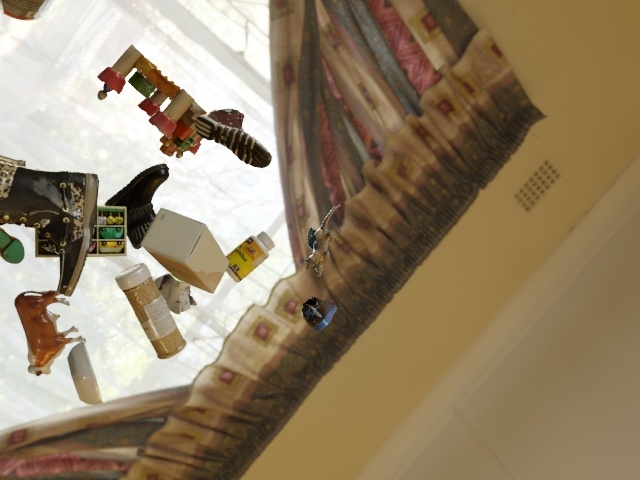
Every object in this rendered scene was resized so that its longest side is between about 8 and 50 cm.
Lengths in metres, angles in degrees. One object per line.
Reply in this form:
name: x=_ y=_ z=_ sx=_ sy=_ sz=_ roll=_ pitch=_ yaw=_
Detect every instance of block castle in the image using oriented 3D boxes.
block castle: x=-0.566 y=-0.457 z=1.809 sx=0.213 sy=0.303 sz=0.453 roll=-49 pitch=-179 yaw=0

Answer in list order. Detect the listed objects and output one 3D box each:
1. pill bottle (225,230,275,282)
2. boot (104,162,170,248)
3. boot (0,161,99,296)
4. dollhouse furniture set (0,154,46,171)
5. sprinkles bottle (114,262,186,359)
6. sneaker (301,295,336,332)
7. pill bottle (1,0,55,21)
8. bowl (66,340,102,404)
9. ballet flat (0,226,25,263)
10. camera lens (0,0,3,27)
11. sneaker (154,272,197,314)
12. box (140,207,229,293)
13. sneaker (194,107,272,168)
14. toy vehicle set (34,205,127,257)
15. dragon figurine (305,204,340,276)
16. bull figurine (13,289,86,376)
pill bottle: x=-0.284 y=0.059 z=2.017 sx=0.215 sy=0.117 sz=0.117 roll=-41 pitch=-158 yaw=-13
boot: x=-0.756 y=-0.152 z=2.280 sx=0.348 sy=0.260 sz=0.131 roll=-39 pitch=178 yaw=3
boot: x=-0.815 y=-0.039 z=1.483 sx=0.138 sy=0.284 sz=0.378 roll=6 pitch=-94 yaw=65
dollhouse furniture set: x=-1.138 y=-0.192 z=1.916 sx=0.151 sy=0.301 sz=0.198 roll=-52 pitch=-134 yaw=21
sprinkles bottle: x=-0.619 y=0.261 z=1.875 sx=0.121 sy=0.356 sz=0.121 roll=-20 pitch=-162 yaw=7
sneaker: x=-0.008 y=0.212 z=1.606 sx=0.081 sy=0.090 sz=0.232 roll=-38 pitch=-178 yaw=7
pill bottle: x=-0.828 y=-0.797 z=1.459 sx=0.362 sy=0.210 sz=0.210 roll=-8 pitch=-130 yaw=47
bowl: x=-0.627 y=0.355 z=1.350 sx=0.142 sy=0.053 sz=0.142 roll=42 pitch=-40 yaw=46
ballet flat: x=-1.033 y=0.002 z=1.658 sx=0.080 sy=0.073 sz=0.232 roll=-54 pitch=172 yaw=-27
camera lens: x=-0.831 y=-0.534 z=1.120 sx=0.219 sy=0.219 sz=0.274 roll=-56 pitch=-152 yaw=-5
sneaker: x=-0.653 y=0.224 z=2.452 sx=0.365 sy=0.210 sz=0.137 roll=-28 pitch=180 yaw=39
box: x=-0.375 y=0.038 z=1.459 sx=0.311 sy=0.147 sz=0.121 roll=81 pitch=31 yaw=-69
sneaker: x=-0.261 y=-0.363 z=1.698 sx=0.106 sy=0.281 sz=0.163 roll=-57 pitch=-178 yaw=45
toy vehicle set: x=-0.760 y=-0.029 z=1.629 sx=0.035 sy=0.266 sz=0.166 roll=-13 pitch=-101 yaw=57
dragon figurine: x=0.000 y=0.000 z=1.872 sx=0.144 sy=0.085 sz=0.290 roll=-139 pitch=-123 yaw=-74
bull figurine: x=-0.928 y=0.310 z=1.743 sx=0.188 sy=0.311 sz=0.101 roll=-21 pitch=-160 yaw=-38
